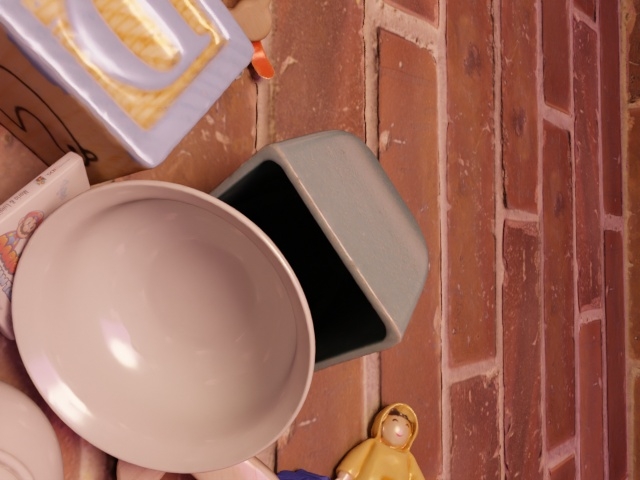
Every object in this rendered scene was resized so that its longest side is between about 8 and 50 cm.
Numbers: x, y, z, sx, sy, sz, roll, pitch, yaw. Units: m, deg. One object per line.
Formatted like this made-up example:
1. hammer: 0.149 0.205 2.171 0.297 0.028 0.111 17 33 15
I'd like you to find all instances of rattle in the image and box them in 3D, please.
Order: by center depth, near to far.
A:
1. rattle: -0.124 -0.350 0.743 0.130 0.143 0.200 -33 132 -5

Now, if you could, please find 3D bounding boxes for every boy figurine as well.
1. boy figurine: 0.114 0.411 0.864 0.177 0.092 0.285 23 49 5

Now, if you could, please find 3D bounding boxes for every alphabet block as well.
1. alphabet block: -0.225 -0.190 0.527 0.192 0.197 0.193 51 57 -29

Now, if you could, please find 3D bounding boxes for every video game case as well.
1. video game case: -0.280 0.009 0.511 0.019 0.157 0.143 28 54 8

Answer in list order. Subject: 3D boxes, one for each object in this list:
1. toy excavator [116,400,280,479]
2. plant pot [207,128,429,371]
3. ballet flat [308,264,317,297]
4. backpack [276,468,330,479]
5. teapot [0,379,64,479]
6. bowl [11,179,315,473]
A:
1. toy excavator: -0.064 0.445 0.626 0.432 0.222 0.445 15 79 -12
2. plant pot: 0.000 0.000 0.683 0.247 0.248 0.252 57 40 -4
3. ballet flat: -0.026 0.115 0.805 0.052 0.057 0.168 34 66 -48
4. backpack: -0.025 0.417 0.766 0.101 0.098 0.120 -7 93 -47
5. teapot: -0.329 0.229 0.424 0.256 0.187 0.252 50 57 -29
6. bowl: -0.143 0.075 0.534 0.134 0.297 0.298 -67 142 -73
